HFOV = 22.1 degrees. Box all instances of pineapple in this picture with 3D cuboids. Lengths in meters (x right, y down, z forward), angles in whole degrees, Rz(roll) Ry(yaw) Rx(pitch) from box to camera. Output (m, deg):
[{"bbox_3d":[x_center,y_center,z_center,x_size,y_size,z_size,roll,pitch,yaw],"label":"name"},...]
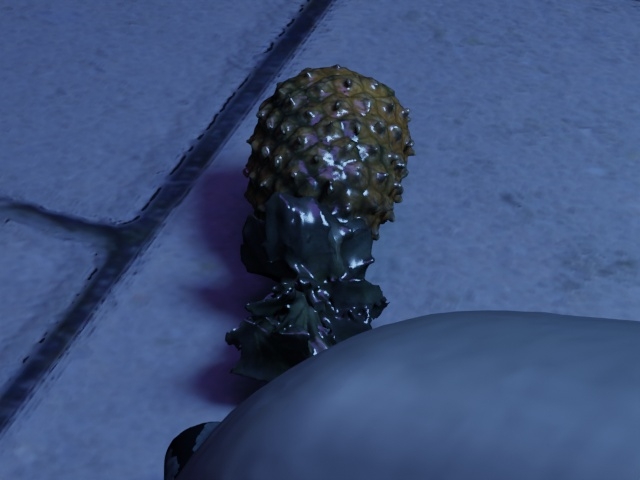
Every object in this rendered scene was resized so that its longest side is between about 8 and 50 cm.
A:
[{"bbox_3d":[0.000,0.000,1.030,0.125,0.125,0.251,7,42,2],"label":"pineapple"}]

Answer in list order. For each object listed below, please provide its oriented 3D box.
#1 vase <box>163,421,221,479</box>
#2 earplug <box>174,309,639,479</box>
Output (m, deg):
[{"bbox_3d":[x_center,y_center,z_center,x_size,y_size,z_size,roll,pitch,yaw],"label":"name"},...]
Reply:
[{"bbox_3d":[-0.049,0.181,0.815,0.060,0.060,0.211,1,38,-6],"label":"vase"},{"bbox_3d":[0.108,0.183,0.597,0.394,0.312,0.313,3,27,44],"label":"earplug"}]
